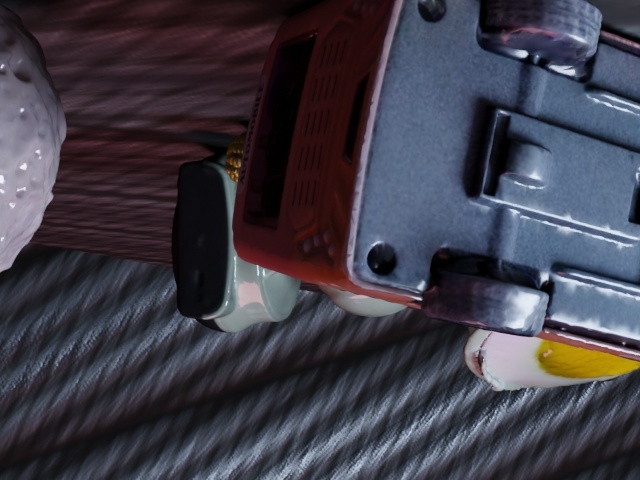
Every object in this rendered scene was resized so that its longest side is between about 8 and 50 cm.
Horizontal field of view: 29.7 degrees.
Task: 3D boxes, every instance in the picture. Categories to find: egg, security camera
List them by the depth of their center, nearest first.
[{"bbox_3d":[0.278,0.030,1.252,0.286,0.174,0.264,-30,146,34],"label":"egg"},{"bbox_3d":[0.000,0.000,1.283,0.277,0.196,0.191,-1,177,17],"label":"security camera"}]

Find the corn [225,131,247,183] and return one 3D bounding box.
[{"bbox_3d":[-0.007,-0.072,1.154,0.165,0.063,0.085,6,170,17],"label":"corn"}]

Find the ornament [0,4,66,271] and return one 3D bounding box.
[{"bbox_3d":[-0.294,-0.078,0.800,0.259,0.225,0.259,35,-178,-2],"label":"ornament"}]

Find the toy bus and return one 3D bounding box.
[{"bbox_3d":[0.168,-0.022,0.821,0.427,0.203,0.233,14,175,-29],"label":"toy bus"}]
